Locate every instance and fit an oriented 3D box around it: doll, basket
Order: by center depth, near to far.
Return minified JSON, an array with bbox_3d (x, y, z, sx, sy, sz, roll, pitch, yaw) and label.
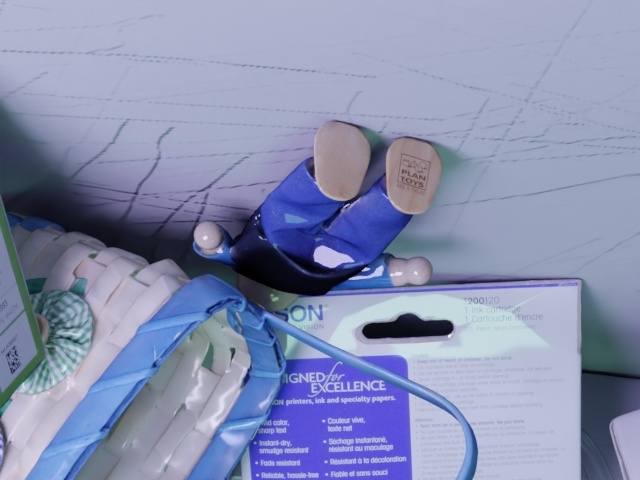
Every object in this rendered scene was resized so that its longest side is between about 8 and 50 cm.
[{"bbox_3d":[0.000,0.000,0.959,0.129,0.046,0.189,12,156,-18],"label":"doll"},{"bbox_3d":[-0.095,0.139,0.971,0.289,0.255,0.201,29,170,16],"label":"basket"}]

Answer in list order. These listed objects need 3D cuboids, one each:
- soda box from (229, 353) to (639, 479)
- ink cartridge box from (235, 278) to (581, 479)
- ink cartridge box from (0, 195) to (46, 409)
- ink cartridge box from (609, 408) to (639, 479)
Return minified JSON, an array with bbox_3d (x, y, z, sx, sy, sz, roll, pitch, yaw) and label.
[{"bbox_3d":[0.079,0.135,1.219,0.286,0.098,0.091,7,158,-8],"label":"soda box"},{"bbox_3d":[0.055,0.116,1.111,0.206,0.208,0.045,-2,-158,2],"label":"ink cartridge box"},{"bbox_3d":[-0.211,-0.020,0.853,0.109,0.062,0.209,-5,113,20],"label":"ink cartridge box"},{"bbox_3d":[0.318,0.225,1.110,0.198,0.197,0.270,-20,132,8],"label":"ink cartridge box"}]
